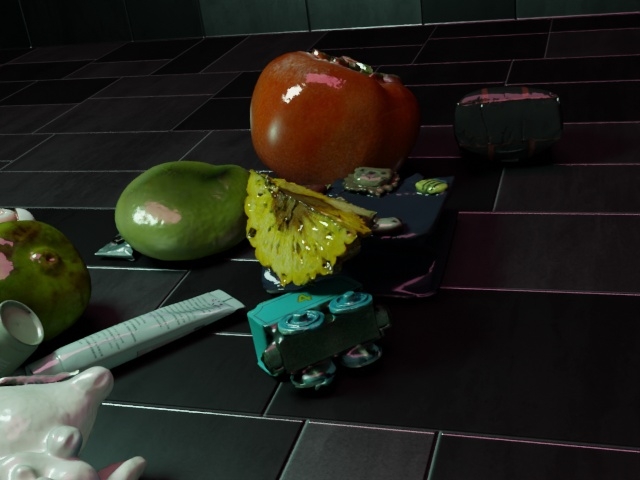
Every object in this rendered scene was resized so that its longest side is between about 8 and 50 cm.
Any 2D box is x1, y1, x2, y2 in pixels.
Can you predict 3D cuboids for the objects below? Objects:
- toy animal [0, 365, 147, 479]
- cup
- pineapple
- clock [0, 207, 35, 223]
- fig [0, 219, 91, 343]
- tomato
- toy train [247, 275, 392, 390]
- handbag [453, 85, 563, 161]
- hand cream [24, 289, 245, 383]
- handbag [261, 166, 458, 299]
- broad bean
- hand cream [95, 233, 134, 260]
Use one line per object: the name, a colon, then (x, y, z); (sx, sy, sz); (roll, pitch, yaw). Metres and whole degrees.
toy animal: (-0.331, 0.268, 0.914); (0.249, 0.174, 0.289); (7, 26, 2)
cup: (-0.465, 0.153, 1.186); (0.141, 0.120, 0.120); (-38, 19, 19)
pineapple: (-0.004, -0.002, 1.260); (0.250, 0.139, 0.164); (29, 19, 36)
clock: (-0.659, -0.011, 1.661); (0.166, 0.092, 0.162); (0, 18, 17)
fig: (-0.481, 0.083, 1.331); (0.225, 0.203, 0.203); (-40, 11, 29)
tomato: (0.022, -0.230, 1.708); (0.341, 0.272, 0.341); (19, 15, -5)
toy train: (-0.005, 0.125, 1.185); (0.198, 0.107, 0.154); (-20, 21, -23)
handbag: (0.382, -0.239, 1.749); (0.215, 0.155, 0.169); (-2, 7, 10)
hand cream: (-0.273, 0.141, 1.270); (0.331, 0.058, 0.085); (-24, 27, -30)
handbag: (0.069, -0.029, 1.454); (0.303, 0.122, 0.329); (1, 26, 18)
broad bean: (-0.239, -0.061, 1.575); (0.291, 0.119, 0.238); (-21, 50, -30)
hand cream: (-0.340, -0.031, 1.663); (0.075, 0.052, 0.248); (-19, 24, 32)
